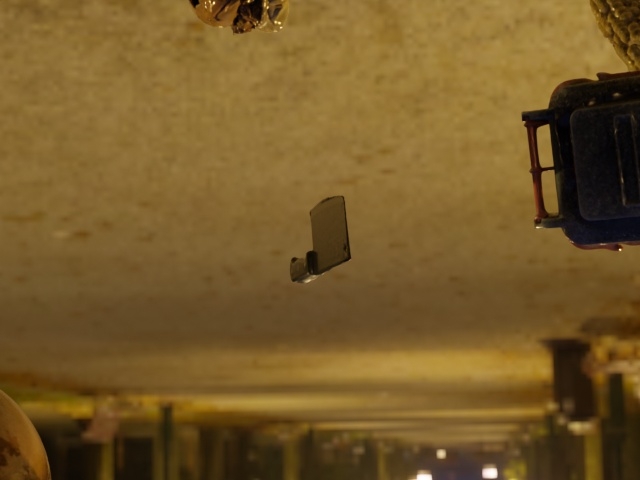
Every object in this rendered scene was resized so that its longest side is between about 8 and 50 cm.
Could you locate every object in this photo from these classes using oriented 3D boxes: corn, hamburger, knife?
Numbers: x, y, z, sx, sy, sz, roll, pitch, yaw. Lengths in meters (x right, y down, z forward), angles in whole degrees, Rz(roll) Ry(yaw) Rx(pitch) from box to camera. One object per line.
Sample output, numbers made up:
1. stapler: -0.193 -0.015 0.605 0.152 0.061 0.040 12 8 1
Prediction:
1. corn: 0.385 -0.238 1.894 0.087 0.288 0.086 -7 131 -9
2. hamburger: -0.090 -0.341 1.855 0.108 0.213 0.214 2 172 -17
3. knife: 0.000 0.000 1.620 0.019 0.072 0.245 -3 172 -13

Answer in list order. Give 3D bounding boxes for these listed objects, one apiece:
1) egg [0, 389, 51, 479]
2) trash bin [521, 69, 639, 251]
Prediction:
1. egg: -0.400 0.285 1.593 0.250 0.322 0.250 20 180 0
2. trash bin: 0.314 -0.080 1.506 0.184 0.161 0.239 -6 -177 30
